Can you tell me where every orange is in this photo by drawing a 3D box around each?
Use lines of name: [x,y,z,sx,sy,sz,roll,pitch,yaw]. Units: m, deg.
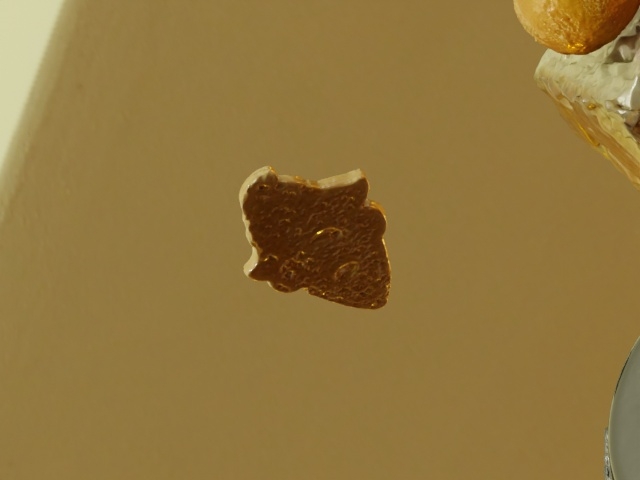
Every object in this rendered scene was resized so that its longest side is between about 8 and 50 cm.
orange: [0.245,-0.249,1.456,0.117,0.135,0.135,41,-83,-15]

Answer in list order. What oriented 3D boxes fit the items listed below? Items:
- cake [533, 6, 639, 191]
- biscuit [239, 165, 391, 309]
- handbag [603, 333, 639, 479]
cake: [0.432,-0.168,1.553,0.307,0.314,0.293,-42,-67,3]
biscuit: [0.000,0.000,1.554,0.162,0.035,0.250,-30,-47,14]
handbag: [0.316,0.141,0.994,0.093,0.308,0.254,31,-74,-36]
